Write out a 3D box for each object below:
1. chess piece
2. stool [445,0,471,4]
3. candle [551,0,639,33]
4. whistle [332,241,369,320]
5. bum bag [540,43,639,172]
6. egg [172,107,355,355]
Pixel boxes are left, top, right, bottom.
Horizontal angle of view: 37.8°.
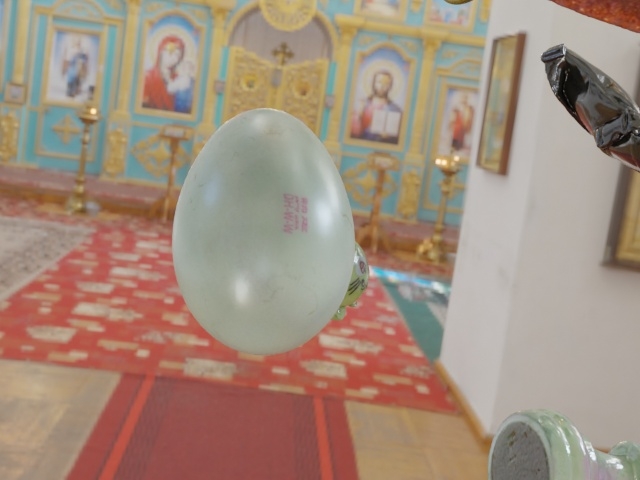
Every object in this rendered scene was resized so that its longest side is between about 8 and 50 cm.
[{"bbox_3d":[0.340,0.271,1.075,0.272,0.139,0.139,9,6,-22],"label":"chess piece"},{"bbox_3d":[0.167,-0.381,1.216,0.110,0.134,0.135,23,-46,-39],"label":"stool"},{"bbox_3d":[0.327,-0.332,0.990,0.317,0.131,0.287,-2,-32,29],"label":"candle"},{"bbox_3d":[0.000,0.000,1.171,0.085,0.227,0.105,-6,38,31],"label":"whistle"},{"bbox_3d":[0.401,-0.177,1.322,0.142,0.080,0.326,41,14,-42],"label":"bum bag"},{"bbox_3d":[-0.057,-0.013,0.945,0.183,0.264,0.183,-2,-27,-1],"label":"egg"}]
